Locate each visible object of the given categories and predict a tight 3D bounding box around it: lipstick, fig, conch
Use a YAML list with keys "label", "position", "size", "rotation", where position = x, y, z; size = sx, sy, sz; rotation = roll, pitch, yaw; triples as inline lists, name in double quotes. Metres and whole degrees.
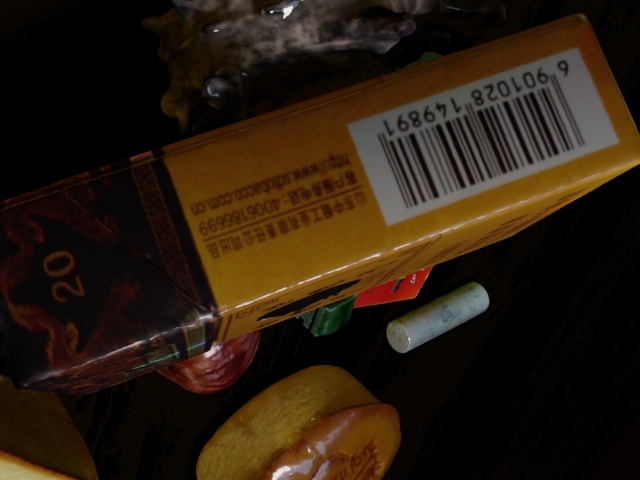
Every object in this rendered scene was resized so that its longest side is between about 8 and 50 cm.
- label: "lipstick"
  position: [0.162, 0.104, 1.263]
  size: [0.158, 0.048, 0.048]
  rotation: [-22, 140, -34]
- label: "fig"
  position: [-0.107, 0.075, 0.855]
  size: [0.150, 0.128, 0.128]
  rotation: [-23, 144, -58]
- label: "conch"
  position: [0.010, -0.158, 0.686]
  size: [0.313, 0.186, 0.240]
  rotation: [-43, 175, -33]

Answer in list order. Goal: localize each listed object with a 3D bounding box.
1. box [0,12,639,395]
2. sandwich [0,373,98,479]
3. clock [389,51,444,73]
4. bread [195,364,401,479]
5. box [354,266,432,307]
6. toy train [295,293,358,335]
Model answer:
- label: "box"
  position: [-0.019, -0.009, 0.669]
  size: [0.416, 0.115, 0.264]
  rotation: [-20, 174, -11]
- label: "sandwich"
  position: [-0.293, 0.155, 0.713]
  size: [0.122, 0.128, 0.235]
  rotation: [-40, 147, -4]
- label: "clock"
  position: [0.100, -0.109, 0.939]
  size: [0.211, 0.066, 0.159]
  rotation: [11, 116, -53]
- label: "bread"
  position: [-0.025, 0.279, 1.141]
  size: [0.270, 0.148, 0.269]
  rotation: [-31, 145, -25]
- label: "box"
  position: [0.089, 0.037, 1.127]
  size: [0.133, 0.023, 0.090]
  rotation: [-3, 130, -48]
- label: "toy train"
  position: [0.000, 0.000, 0.900]
  size: [0.071, 0.111, 0.170]
  rotation: [-19, 139, -44]
